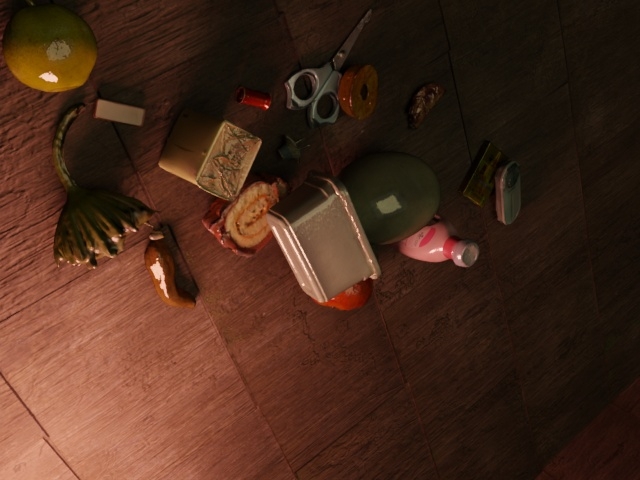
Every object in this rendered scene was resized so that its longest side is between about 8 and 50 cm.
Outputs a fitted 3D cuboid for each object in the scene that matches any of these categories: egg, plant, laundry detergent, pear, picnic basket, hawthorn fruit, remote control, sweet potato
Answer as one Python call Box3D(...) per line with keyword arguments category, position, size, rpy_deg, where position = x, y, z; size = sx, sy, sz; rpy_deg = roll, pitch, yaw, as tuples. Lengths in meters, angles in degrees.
Box3D(category="egg", position=(0.181, -0.121, 1.938), size=(0.352, 0.258, 0.259), rpy_deg=(-8, 111, -30))
Box3D(category="plant", position=(-0.539, -0.098, 1.561), size=(0.251, 0.180, 0.334), rpy_deg=(-33, 91, -13))
Box3D(category="laundry detergent", position=(0.324, -0.009, 2.027), size=(0.088, 0.335, 0.159), rpy_deg=(39, 83, -38))
Box3D(category="pear", position=(-0.550, -0.408, 1.385), size=(0.180, 0.166, 0.216), rpy_deg=(-20, 96, -14))
Box3D(category="picnic basket", position=(-0.070, -0.248, 1.839), size=(0.083, 0.065, 0.083), rpy_deg=(-28, 114, 1))
Box3D(category="hawthorn fruit", position=(0.053, 0.083, 1.972), size=(0.196, 0.196, 0.226), rpy_deg=(-2, 96, -35))
Box3D(category="remote control", position=(0.639, -0.163, 2.354), size=(0.104, 0.052, 0.247), rpy_deg=(-37, 134, -28))
Box3D(category="sweet potato", position=(-0.384, 0.101, 1.744), size=(0.081, 0.062, 0.233), rpy_deg=(-35, 127, -22))

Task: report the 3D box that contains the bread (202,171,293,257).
Box3D(category="bread", position=(-0.179, -0.077, 1.782), size=(0.244, 0.123, 0.190), rpy_deg=(-47, 129, -12))

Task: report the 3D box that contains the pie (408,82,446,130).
Box3D(category="pie", position=(0.310, -0.410, 2.063), size=(0.170, 0.034, 0.092), rpy_deg=(-55, 132, -5))

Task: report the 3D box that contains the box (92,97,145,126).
Box3D(category="box", position=(-0.457, -0.290, 1.567), size=(0.115, 0.025, 0.048), rpy_deg=(6, 98, -37))

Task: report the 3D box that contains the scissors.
Box3D(category="scissors", position=(0.043, -0.474, 1.852), size=(0.191, 0.029, 0.360), rpy_deg=(37, 84, -37))

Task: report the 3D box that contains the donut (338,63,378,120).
Box3D(category="donut", position=(0.103, -0.407, 1.881), size=(0.152, 0.058, 0.152), rpy_deg=(-34, 134, -44))

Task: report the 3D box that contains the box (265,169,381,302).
Box3D(category="box", position=(0.000, 0.000, 1.758), size=(0.182, 0.175, 0.312), rpy_deg=(-34, 118, -17))

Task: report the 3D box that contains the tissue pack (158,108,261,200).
Box3D(category="tissue pack", position=(-0.263, -0.203, 1.604), size=(0.125, 0.234, 0.159), rpy_deg=(26, 90, -37))

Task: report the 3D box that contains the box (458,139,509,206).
Box3D(category="box", position=(0.546, -0.222, 2.304), size=(0.121, 0.030, 0.193), rpy_deg=(28, 91, -39))

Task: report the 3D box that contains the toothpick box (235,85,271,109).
Box3D(category="toothpick box", position=(-0.168, -0.358, 1.734), size=(0.083, 0.047, 0.047), rpy_deg=(7, 103, -38))
